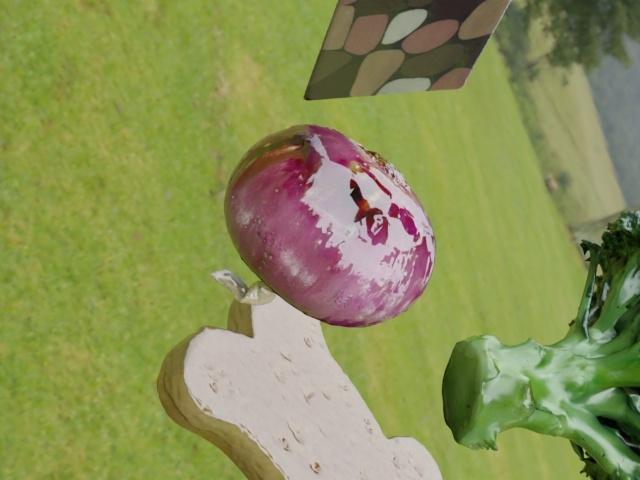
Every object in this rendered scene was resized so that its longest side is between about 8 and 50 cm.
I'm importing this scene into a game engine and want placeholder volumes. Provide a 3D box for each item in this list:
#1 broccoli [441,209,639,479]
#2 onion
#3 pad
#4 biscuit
[{"bbox_3d":[0.268,0.116,0.945,0.297,0.297,0.297,-177,-90,-74],"label":"broccoli"},{"bbox_3d":[0.007,-0.008,0.837,0.177,0.177,0.153,17,90,-72],"label":"onion"},{"bbox_3d":[0.084,-0.187,0.861,0.235,0.158,0.003,116,-38,-57],"label":"pad"},{"bbox_3d":[-0.019,0.253,1.267,0.394,0.076,0.368,52,28,0],"label":"biscuit"}]
